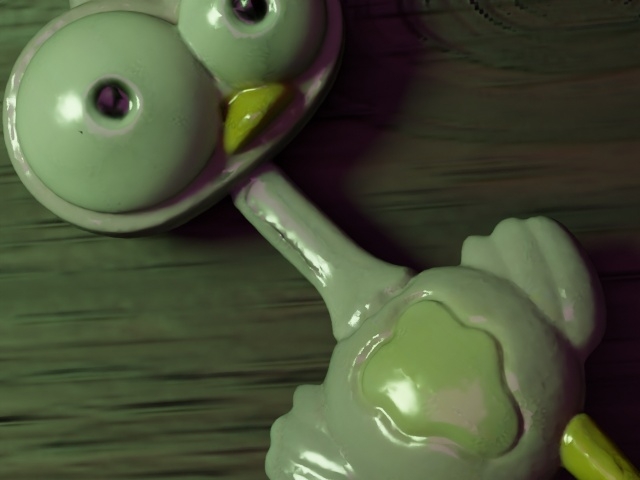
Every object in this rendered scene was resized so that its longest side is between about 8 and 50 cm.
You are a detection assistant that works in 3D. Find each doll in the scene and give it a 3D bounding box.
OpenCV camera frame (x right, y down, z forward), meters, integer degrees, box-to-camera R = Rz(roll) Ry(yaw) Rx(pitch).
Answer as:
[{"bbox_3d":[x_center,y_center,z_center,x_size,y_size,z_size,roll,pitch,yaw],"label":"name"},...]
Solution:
[{"bbox_3d":[0.000,0.000,0.773,0.160,0.094,0.365,-41,82,1],"label":"doll"}]
